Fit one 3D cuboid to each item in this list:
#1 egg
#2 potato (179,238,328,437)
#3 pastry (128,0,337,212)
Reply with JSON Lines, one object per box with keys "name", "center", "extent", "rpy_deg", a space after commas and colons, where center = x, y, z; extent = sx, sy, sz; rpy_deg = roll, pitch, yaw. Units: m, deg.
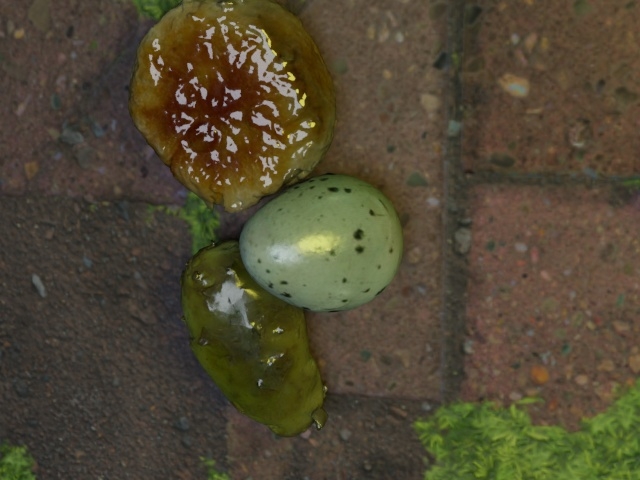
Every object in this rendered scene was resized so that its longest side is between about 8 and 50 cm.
{"name": "egg", "center": [0.000, 0.000, 0.948], "extent": [0.131, 0.164, 0.131], "rpy_deg": [-7, 81, 46]}
{"name": "potato", "center": [-0.064, 0.100, 1.031], "extent": [0.117, 0.090, 0.225], "rpy_deg": [-19, 110, 11]}
{"name": "pastry", "center": [-0.077, -0.131, 0.955], "extent": [0.182, 0.093, 0.192], "rpy_deg": [-34, 98, 25]}
